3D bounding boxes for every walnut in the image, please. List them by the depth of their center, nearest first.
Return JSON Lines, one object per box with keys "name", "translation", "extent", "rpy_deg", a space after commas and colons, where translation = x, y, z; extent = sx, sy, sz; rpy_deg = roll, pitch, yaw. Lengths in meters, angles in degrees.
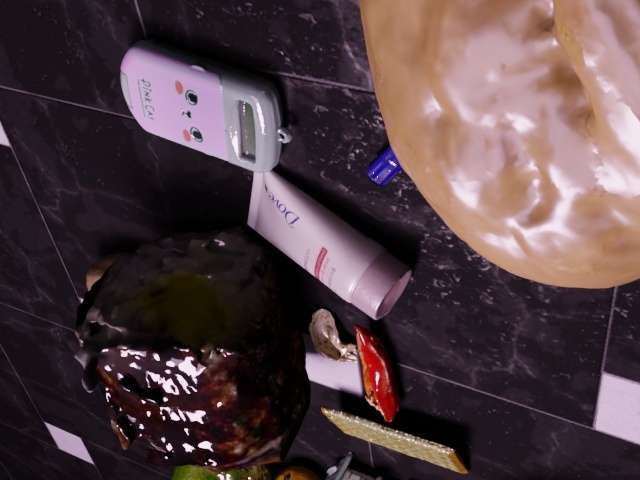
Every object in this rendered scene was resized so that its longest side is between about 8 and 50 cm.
{"name": "walnut", "translation": [0.211, -0.160, 0.624], "extent": [0.383, 0.384, 0.384], "rpy_deg": [21, 140, 19]}

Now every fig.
{"name": "fig", "translation": [-0.190, 0.482, 1.747], "extent": [0.203, 0.203, 0.235], "rpy_deg": [33, 173, 3]}

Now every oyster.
{"name": "oyster", "translation": [0.024, 0.141, 1.318], "extent": [0.080, 0.038, 0.083], "rpy_deg": [11, 111, 15]}

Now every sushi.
{"name": "sushi", "translation": [-0.182, 0.164, 1.276], "extent": [0.299, 0.281, 0.294], "rpy_deg": [-7, 133, 7]}

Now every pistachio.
{"name": "pistachio", "translation": [-0.319, 0.073, 1.446], "extent": [0.185, 0.108, 0.126], "rpy_deg": [14, 179, 35]}

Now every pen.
{"name": "pen", "translation": [0.127, -0.136, 0.934], "extent": [0.033, 0.033, 0.269], "rpy_deg": [40, 142, -5]}

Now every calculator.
{"name": "calculator", "translation": [-0.144, -0.169, 1.098], "extent": [0.246, 0.045, 0.141], "rpy_deg": [22, 141, 17]}

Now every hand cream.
{"name": "hand cream", "translation": [0.000, 0.000, 1.149], "extent": [0.247, 0.083, 0.133], "rpy_deg": [34, 141, 19]}

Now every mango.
{"name": "mango", "translation": [-0.039, 0.488, 1.676], "extent": [0.111, 0.089, 0.163], "rpy_deg": [36, 154, 9]}

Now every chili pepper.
{"name": "chili pepper", "translation": [0.088, 0.210, 1.317], "extent": [0.059, 0.050, 0.268], "rpy_deg": [-120, 12, -48]}

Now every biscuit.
{"name": "biscuit", "translation": [0.118, 0.320, 1.402], "extent": [0.231, 0.016, 0.139], "rpy_deg": [14, 158, 27]}

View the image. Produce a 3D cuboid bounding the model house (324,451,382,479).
{"name": "model house", "translation": [0.074, 0.523, 1.524], "extent": [0.215, 0.224, 0.198], "rpy_deg": [19, 142, 16]}
